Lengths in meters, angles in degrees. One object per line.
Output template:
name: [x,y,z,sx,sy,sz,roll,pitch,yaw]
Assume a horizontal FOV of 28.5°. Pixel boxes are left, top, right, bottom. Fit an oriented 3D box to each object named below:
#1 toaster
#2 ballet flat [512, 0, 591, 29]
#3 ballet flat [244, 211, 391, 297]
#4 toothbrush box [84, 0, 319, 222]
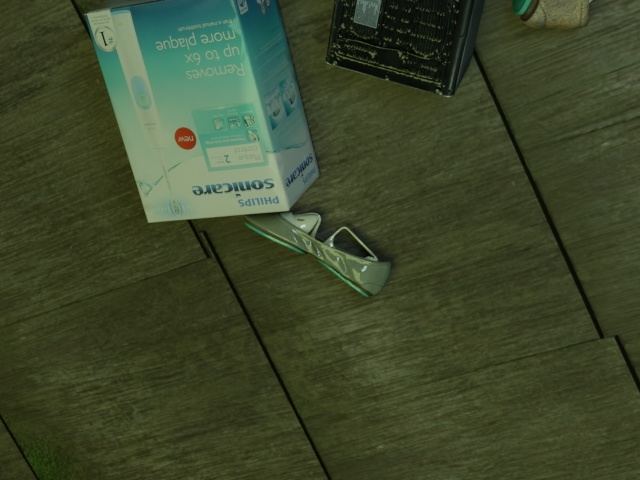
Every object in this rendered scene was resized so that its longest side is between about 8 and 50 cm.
toaster: [0.104,-0.283,1.495,0.168,0.110,0.185,16,123,12]
ballet flat: [0.313,-0.373,1.390,0.106,0.107,0.316,14,127,-8]
ballet flat: [0.000,0.000,1.716,0.213,0.072,0.068,30,95,4]
toothbrush box: [-0.148,-0.185,1.638,0.216,0.126,0.295,-3,115,24]
